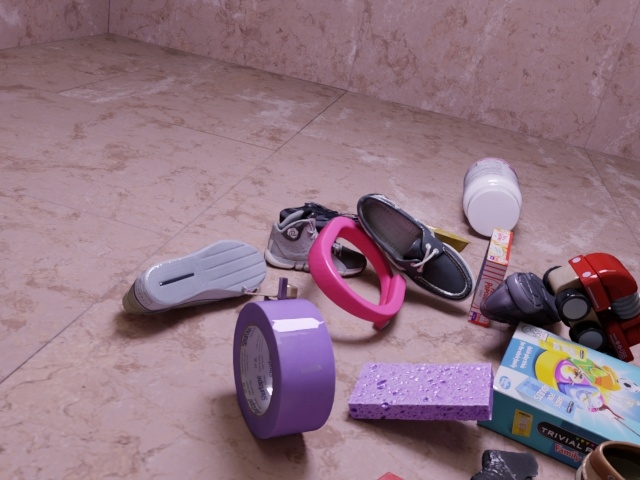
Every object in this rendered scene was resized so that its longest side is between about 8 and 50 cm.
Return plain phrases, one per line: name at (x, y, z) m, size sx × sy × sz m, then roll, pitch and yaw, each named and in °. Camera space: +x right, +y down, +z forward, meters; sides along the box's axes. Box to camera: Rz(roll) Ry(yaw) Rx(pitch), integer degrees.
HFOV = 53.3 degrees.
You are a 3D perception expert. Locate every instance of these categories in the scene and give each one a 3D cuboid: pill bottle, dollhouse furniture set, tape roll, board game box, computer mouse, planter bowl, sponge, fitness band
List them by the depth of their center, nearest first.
tape roll at (-0.056, 0.177, 0.898) m, size 0.080 × 0.188 × 0.189 m, roll -1°, pitch 28°, yaw -27°
sponge at (0.157, 0.230, 0.979) m, size 0.210 × 0.031 × 0.117 m, roll -5°, pitch 19°, yaw 20°
board game box at (0.456, 0.276, 1.046) m, size 0.336 × 0.079 × 0.254 m, roll 21°, pitch 27°, yaw 20°
dollhouse furniture set at (-0.097, 0.114, 1.198) m, size 0.081 × 0.090 × 0.114 m, roll 4°, pitch -6°, yaw 15°
fitness band at (0.075, 0.057, 1.253) m, size 0.209 × 0.054 × 0.291 m, roll 44°, pitch 24°, yaw -7°
board game box at (0.361, 0.073, 1.354) m, size 0.045 × 0.146 × 0.193 m, roll 17°, pitch 26°, yaw 12°
planter bowl at (0.230, 0.008, 1.472) m, size 0.217 × 0.090 × 0.217 m, roll 19°, pitch 6°, yaw -2°
computer mouse at (-0.008, -0.032, 1.519) m, size 0.189 × 0.072 × 0.272 m, roll 20°, pitch 14°, yaw 22°
pill bottle at (0.486, -0.124, 1.810) m, size 0.161 × 0.160 × 0.283 m, roll 15°, pitch 26°, yaw 7°

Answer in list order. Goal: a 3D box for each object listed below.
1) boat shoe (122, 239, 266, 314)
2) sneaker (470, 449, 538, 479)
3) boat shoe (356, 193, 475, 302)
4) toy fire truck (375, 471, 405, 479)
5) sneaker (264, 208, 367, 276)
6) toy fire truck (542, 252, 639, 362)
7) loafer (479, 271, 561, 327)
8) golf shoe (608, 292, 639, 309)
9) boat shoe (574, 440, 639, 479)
boat shoe at (-0.225, 0.067, 1.166) m, size 0.094 × 0.109 × 0.302 m, roll -23°, pitch -9°, yaw 37°
sneaker at (0.238, 0.328, 0.879) m, size 0.170 × 0.051 × 0.089 m, roll 8°, pitch 25°, yaw -20°
boat shoe at (0.190, 0.018, 1.321) m, size 0.303 × 0.114 × 0.091 m, roll 38°, pitch 7°, yaw 14°
toy fire truck at (0.083, 0.365, 0.730) m, size 0.135 × 0.047 × 0.192 m, roll 24°, pitch 28°, yaw 25°
sneaker at (0.000, 0.000, 1.365) m, size 0.229 × 0.132 × 0.086 m, roll 5°, pitch 26°, yaw -13°
toy fire truck at (0.572, 0.120, 1.168) m, size 0.246 × 0.217 × 0.158 m, roll -27°, pitch 20°, yaw 14°
loafer at (0.401, 0.125, 1.275) m, size 0.303 × 0.095 × 0.109 m, roll 18°, pitch 46°, yaw -56°
golf shoe at (0.666, 0.152, 1.445) m, size 0.176 × 0.069 × 0.086 m, roll 13°, pitch 45°, yaw 10°
boat shoe at (0.495, 0.350, 0.806) m, size 0.324 × 0.119 × 0.122 m, roll 14°, pitch 44°, yaw 24°
